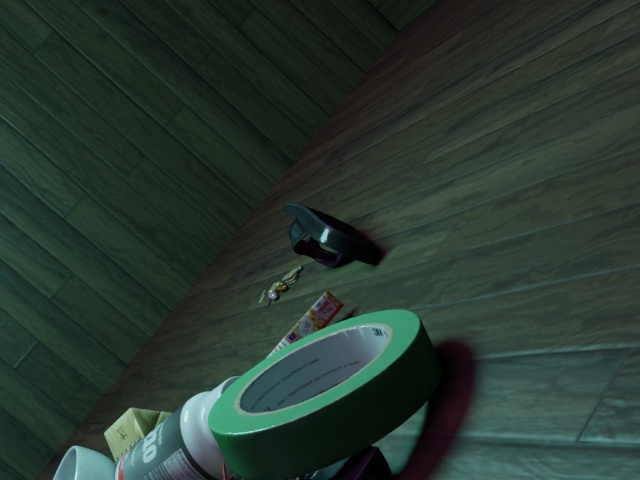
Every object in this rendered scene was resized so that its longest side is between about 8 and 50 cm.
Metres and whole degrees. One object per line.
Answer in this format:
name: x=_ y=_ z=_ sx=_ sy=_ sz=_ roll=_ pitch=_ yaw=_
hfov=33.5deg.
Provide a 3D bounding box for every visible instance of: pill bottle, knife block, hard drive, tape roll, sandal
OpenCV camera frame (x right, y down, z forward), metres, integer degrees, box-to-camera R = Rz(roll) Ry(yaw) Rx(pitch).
pill bottle: x=-0.198 y=0.351 z=1.759 sx=0.283 sy=0.161 sz=0.161 roll=-41 pitch=13 yaw=30
knife block: x=-0.313 y=0.454 z=2.094 sx=0.088 sy=0.242 sz=0.275 roll=-43 pitch=-33 yaw=17
hard drive: x=-0.019 y=0.365 z=1.324 sx=0.255 sy=0.054 sz=0.172 roll=-51 pitch=12 yaw=-19
tape roll: x=0.005 y=0.204 z=1.444 sx=0.321 sy=0.077 sz=0.321 roll=-25 pitch=12 yaw=6
sandal: x=-0.002 y=-0.001 z=2.247 sx=0.107 sy=0.167 sz=0.446 roll=-65 pitch=10 yaw=4

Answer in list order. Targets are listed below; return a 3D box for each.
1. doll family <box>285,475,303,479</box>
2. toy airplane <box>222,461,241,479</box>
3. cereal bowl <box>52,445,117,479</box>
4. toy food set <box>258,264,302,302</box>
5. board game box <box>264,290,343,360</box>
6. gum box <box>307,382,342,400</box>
doll family: x=-0.042 y=0.319 z=1.481 sx=0.193 sy=0.076 sz=0.111 roll=-41 pitch=28 yaw=-25
toy airplane: x=-0.123 y=0.377 z=1.519 sx=0.028 sy=0.151 sz=0.151 roll=-5 pitch=11 yaw=-5
cereal bowl: x=-0.413 y=0.540 z=1.851 sx=0.339 sy=0.141 sz=0.339 roll=-55 pitch=24 yaw=39
toy food set: x=-0.091 y=0.111 z=2.532 sx=0.122 sy=0.019 sz=0.078 roll=-34 pitch=17 yaw=24
board game box: x=-0.048 y=0.187 z=1.908 sx=0.147 sy=0.045 sz=0.193 roll=-51 pitch=-3 yaw=33
gum box: x=-0.005 y=0.226 z=1.770 sx=0.157 sy=0.041 sz=0.184 roll=-49 pitch=12 yaw=-7
